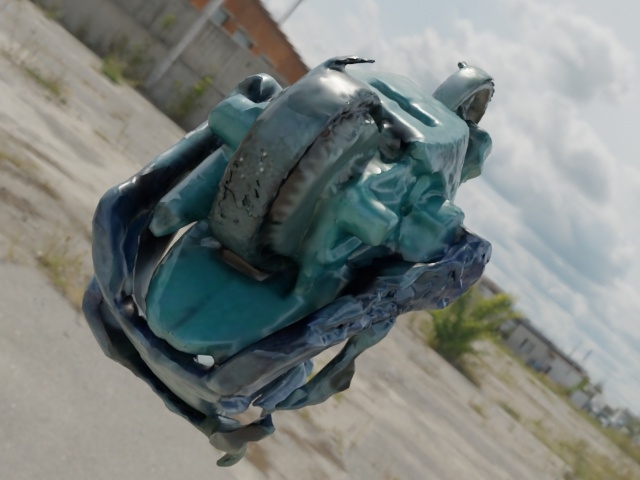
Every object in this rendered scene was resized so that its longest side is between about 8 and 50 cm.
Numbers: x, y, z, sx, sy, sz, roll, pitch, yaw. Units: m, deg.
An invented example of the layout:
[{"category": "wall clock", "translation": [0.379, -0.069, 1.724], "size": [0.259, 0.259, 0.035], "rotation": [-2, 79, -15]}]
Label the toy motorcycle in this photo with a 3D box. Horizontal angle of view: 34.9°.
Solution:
[{"category": "toy motorcycle", "translation": [0.000, 0.000, 0.513], "size": [0.154, 0.206, 0.260], "rotation": [36, 22, 16]}]
